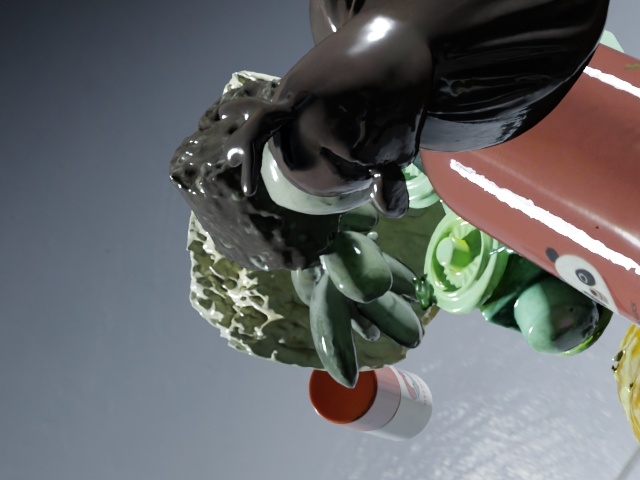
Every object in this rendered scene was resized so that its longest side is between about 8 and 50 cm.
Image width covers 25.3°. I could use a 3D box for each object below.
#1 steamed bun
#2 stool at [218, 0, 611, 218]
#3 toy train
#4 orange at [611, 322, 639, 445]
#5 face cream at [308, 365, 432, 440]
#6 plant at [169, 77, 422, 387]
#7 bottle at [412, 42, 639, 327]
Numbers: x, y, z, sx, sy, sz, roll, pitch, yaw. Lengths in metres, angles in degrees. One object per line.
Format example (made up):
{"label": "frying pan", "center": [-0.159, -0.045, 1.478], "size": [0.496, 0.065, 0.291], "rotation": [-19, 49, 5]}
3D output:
{"label": "steamed bun", "center": [0.000, 0.000, 1.454], "size": [0.290, 0.273, 0.272], "rotation": [25, 86, 10]}
{"label": "stool", "center": [0.040, -0.079, 0.619], "size": [0.125, 0.121, 0.217], "rotation": [37, 67, 4]}
{"label": "toy train", "center": [0.160, -0.044, 1.070], "size": [0.188, 0.159, 0.271], "rotation": [-49, 37, 30]}
{"label": "orange", "center": [0.452, 0.166, 1.419], "size": [0.249, 0.329, 0.329], "rotation": [-47, 62, 22]}
{"label": "face cream", "center": [0.068, 0.203, 1.853], "size": [0.096, 0.214, 0.095], "rotation": [-6, 75, 22]}
{"label": "plant", "center": [-0.002, -0.008, 1.243], "size": [0.146, 0.274, 0.149], "rotation": [-44, 26, -16]}
{"label": "bottle", "center": [0.158, -0.045, 0.837], "size": [0.336, 0.144, 0.144], "rotation": [33, 89, 38]}
